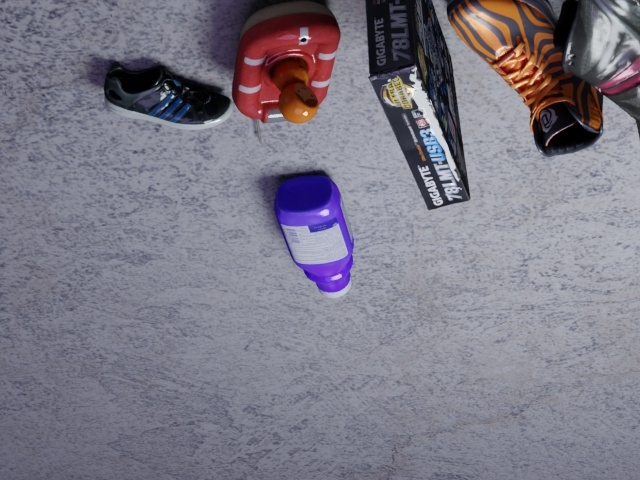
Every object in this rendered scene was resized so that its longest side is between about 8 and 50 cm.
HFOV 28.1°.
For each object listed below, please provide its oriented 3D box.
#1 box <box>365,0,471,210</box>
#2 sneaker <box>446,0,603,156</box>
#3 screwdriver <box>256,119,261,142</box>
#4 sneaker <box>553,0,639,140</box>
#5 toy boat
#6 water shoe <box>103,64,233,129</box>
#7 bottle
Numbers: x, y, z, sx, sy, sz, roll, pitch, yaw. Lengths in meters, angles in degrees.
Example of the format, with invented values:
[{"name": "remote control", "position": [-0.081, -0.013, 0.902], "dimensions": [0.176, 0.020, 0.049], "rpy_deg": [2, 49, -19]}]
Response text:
[{"name": "box", "position": [0.131, -0.244, 1.770], "dimensions": [0.073, 0.295, 0.293], "rpy_deg": [-13, 143, 14]}, {"name": "sneaker", "position": [0.317, -0.240, 1.870], "dimensions": [0.321, 0.180, 0.124], "rpy_deg": [26, 137, -31]}, {"name": "screwdriver", "position": [-0.107, -0.212, 2.048], "dimensions": [0.025, 0.024, 0.170], "rpy_deg": [27, 150, 15]}, {"name": "sneaker", "position": [0.445, -0.279, 1.823], "dimensions": [0.202, 0.185, 0.483], "rpy_deg": [-1, 130, 31]}, {"name": "toy boat", "position": [-0.043, -0.238, 1.881], "dimensions": [0.151, 0.151, 0.231], "rpy_deg": [-8, 146, -16]}, {"name": "water shoe", "position": [-0.235, -0.224, 1.987], "dimensions": [0.203, 0.073, 0.080], "rpy_deg": [4, 142, -6]}, {"name": "bottle", "position": [0.000, 0.000, 2.278], "dimensions": [0.118, 0.092, 0.283], "rpy_deg": [-7, 144, 10]}]
